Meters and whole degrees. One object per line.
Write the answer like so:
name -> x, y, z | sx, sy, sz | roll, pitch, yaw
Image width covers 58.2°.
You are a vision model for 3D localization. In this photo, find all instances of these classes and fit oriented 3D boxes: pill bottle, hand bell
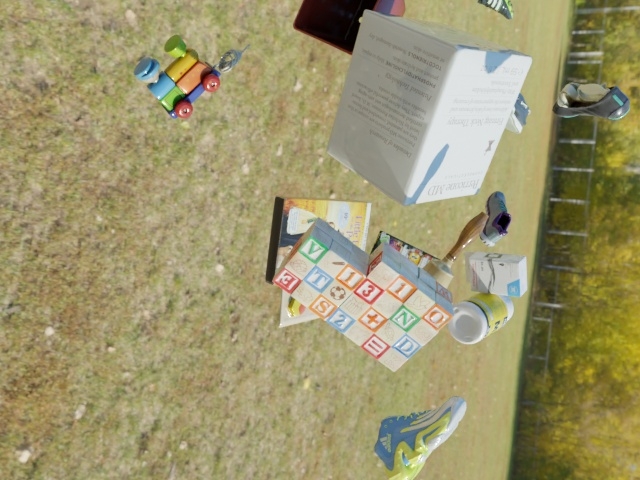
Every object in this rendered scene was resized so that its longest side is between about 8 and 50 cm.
pill bottle -> 0.458, 0.210, 1.631 | 0.208, 0.119, 0.119 | -13, 109, -47
hand bell -> 0.314, 0.032, 1.367 | 0.242, 0.126, 0.126 | -55, 162, 13

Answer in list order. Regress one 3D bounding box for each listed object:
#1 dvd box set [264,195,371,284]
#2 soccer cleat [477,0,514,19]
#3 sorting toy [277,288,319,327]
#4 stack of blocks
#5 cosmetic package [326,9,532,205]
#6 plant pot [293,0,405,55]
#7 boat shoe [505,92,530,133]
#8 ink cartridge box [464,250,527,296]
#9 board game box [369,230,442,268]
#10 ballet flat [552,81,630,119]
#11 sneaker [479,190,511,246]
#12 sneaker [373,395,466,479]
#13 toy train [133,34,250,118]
dvd box set -> 0.000, 0.000, 2.073 | 0.420, 0.062, 0.308 | 0, 102, -42
soccer cleat -> 0.479, -0.672, 1.597 | 0.178, 0.072, 0.060 | 30, 49, -43
sorting toy -> -0.037, 0.147, 1.676 | 0.192, 0.038, 0.209 | -6, 109, -46
stack of blocks -> 0.081, 0.089, 1.083 | 0.171, 0.297, 0.087 | -50, -172, 26
cosmetic package -> 0.275, -0.352, 1.523 | 0.329, 0.327, 0.394 | -11, 128, -40
plant pot -> 0.122, -0.730, 1.848 | 0.235, 0.267, 0.267 | 2, 118, -57
boat shoe -> 0.615, -0.454, 1.887 | 0.091, 0.114, 0.302 | -60, 152, 3
ink cartridge box -> 0.480, 0.092, 1.616 | 0.060, 0.180, 0.104 | -28, 115, -48
board game box -> 0.275, 0.084, 1.809 | 0.136, 0.259, 0.030 | -66, -169, -2
ballet flat -> 0.528, -0.287, 1.154 | 0.203, 0.074, 0.074 | -135, -138, -68
sneaker -> 0.573, -0.081, 1.814 | 0.083, 0.098, 0.224 | 33, 53, -15
sneaker -> 0.193, 0.392, 1.203 | 0.240, 0.126, 0.091 | -55, 152, 12
toy train -> -0.288, -0.406, 1.292 | 0.248, 0.105, 0.143 | -43, 140, 1
